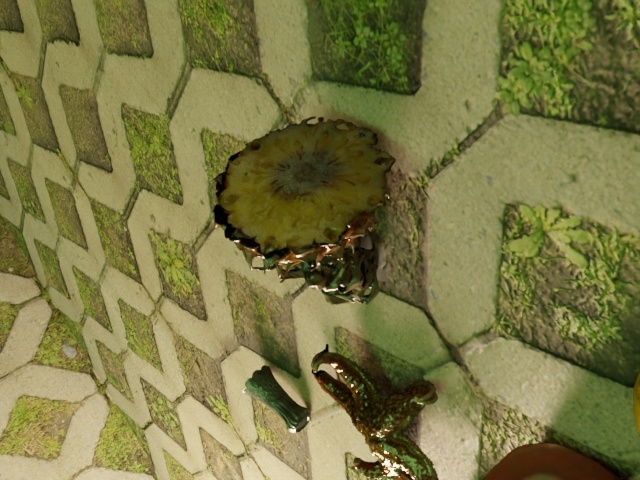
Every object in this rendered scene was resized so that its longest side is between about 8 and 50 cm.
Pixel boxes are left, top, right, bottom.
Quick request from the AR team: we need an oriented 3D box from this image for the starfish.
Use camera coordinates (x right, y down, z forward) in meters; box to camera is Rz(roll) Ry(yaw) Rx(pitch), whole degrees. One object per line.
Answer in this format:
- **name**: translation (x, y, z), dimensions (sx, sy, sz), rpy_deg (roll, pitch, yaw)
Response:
- **starfish**: translation (0.091, 0.301, 1.232), dimensions (0.303, 0.113, 0.312), rpy_deg (60, 150, 0)

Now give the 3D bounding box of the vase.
- **vase**: translation (-0.089, 0.343, 1.537), dimensions (0.149, 0.081, 0.081), rpy_deg (38, 141, 27)

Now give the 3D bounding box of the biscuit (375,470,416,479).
- **biscuit**: translation (0.147, 0.467, 1.360), dimensions (0.130, 0.019, 0.102), rpy_deg (-16, 100, 57)

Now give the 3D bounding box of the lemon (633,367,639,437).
- **lemon**: translation (0.386, 0.161, 0.644), dimensions (0.231, 0.192, 0.192), rpy_deg (50, 146, 4)

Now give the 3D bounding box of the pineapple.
- **pineapple**: translation (0.000, 0.000, 1.062), dimensions (0.262, 0.262, 0.271), rpy_deg (35, 160, 34)

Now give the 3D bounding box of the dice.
- **dice**: translation (0.303, 0.393, 0.947), dimensions (0.174, 0.175, 0.179), rpy_deg (18, 127, 46)
